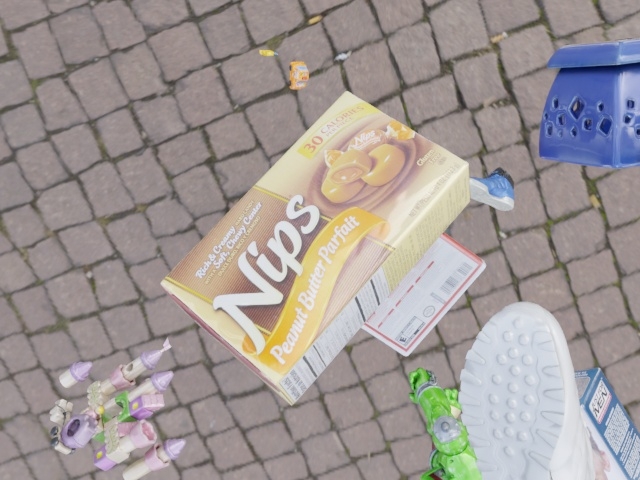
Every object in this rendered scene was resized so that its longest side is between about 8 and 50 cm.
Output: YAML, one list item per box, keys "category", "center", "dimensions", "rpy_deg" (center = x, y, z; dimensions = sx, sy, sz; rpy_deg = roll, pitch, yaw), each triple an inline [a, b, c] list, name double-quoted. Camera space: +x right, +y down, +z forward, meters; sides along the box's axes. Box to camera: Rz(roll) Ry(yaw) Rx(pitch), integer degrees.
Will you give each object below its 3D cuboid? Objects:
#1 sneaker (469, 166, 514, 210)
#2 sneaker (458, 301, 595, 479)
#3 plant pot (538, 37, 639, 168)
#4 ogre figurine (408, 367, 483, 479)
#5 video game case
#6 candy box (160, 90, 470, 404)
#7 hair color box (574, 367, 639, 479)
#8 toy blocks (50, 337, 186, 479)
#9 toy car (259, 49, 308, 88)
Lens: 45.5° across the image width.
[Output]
- category: "sneaker"
  center: [0.383, -0.132, 1.741]
  dimensions: [0.152, 0.085, 0.058]
  rpy_deg: [21, 156, -25]
- category: "sneaker"
  center: [0.179, 0.152, 0.628]
  dimensions: [0.090, 0.094, 0.235]
  rpy_deg: [11, 117, 43]
- category: "plant pot"
  center: [0.550, -0.255, 1.374]
  dimensions: [0.235, 0.236, 0.212]
  rpy_deg: [-9, 103, -17]
- category: "ogre figurine"
  center: [0.160, 0.255, 0.887]
  dimensions: [0.096, 0.118, 0.197]
  rpy_deg: [-5, 99, -2]
- category: "video game case"
  center: [0.086, 0.035, 1.194]
  dimensions: [0.285, 0.025, 0.204]
  rpy_deg: [34, 108, -13]
- category: "candy box"
  center: [0.000, 0.000, 0.853]
  dimensions: [0.183, 0.087, 0.316]
  rpy_deg: [36, 76, 27]
- category: "hair color box"
  center: [0.494, 0.402, 1.377]
  dimensions: [0.173, 0.105, 0.347]
  rpy_deg: [-20, 108, 47]
- category: "toy blocks"
  center: [-0.484, 0.412, 1.952]
  dimensions: [0.260, 0.289, 0.309]
  rpy_deg: [-33, 134, 10]
- category: "toy car"
  center: [-0.071, -0.345, 1.551]
  dimensions: [0.122, 0.040, 0.060]
  rpy_deg: [10, 101, -39]
